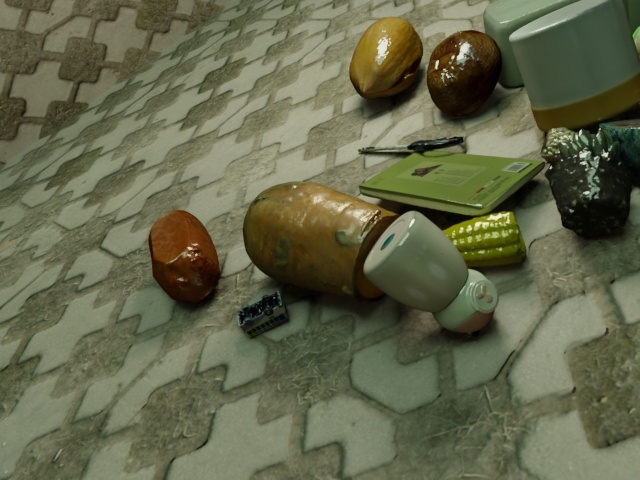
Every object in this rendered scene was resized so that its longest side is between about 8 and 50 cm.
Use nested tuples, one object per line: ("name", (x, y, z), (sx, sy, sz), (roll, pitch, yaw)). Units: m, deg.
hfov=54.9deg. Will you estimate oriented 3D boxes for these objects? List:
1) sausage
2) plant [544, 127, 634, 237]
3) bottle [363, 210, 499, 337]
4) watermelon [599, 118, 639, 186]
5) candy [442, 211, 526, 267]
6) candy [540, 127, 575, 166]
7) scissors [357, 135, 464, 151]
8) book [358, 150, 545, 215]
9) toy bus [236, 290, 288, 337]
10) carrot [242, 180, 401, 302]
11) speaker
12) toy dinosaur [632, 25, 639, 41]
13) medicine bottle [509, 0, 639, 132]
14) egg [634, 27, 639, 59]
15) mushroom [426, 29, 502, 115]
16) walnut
("sausage", (-0.328, 0.035, 1.479), (0.153, 0.141, 0.268), (-28, 40, -3))
("plant", (0.511, -0.110, 1.167), (0.129, 0.132, 0.195), (-27, 41, 45))
("bottle", (0.206, 0.072, 1.079), (0.148, 0.236, 0.147), (-51, 7, 9))
("watermelon", (0.698, -0.178, 1.190), (0.226, 0.148, 0.318), (-23, 18, -26))
("candy", (0.292, 0.005, 1.201), (0.198, 0.094, 0.106), (-10, 35, 23))
("candy", (0.525, -0.189, 1.294), (0.110, 0.095, 0.085), (26, 103, 47))
("scissors", (0.219, -0.242, 1.578), (0.300, 0.022, 0.109), (3, 19, 39))
("book", (0.287, -0.139, 1.374), (0.239, 0.035, 0.352), (-33, 30, -30))
("toy bus", (-0.117, 0.155, 1.284), (0.102, 0.058, 0.052), (-27, 38, 6))
("carrot", (0.000, 0.000, 1.278), (0.340, 0.224, 0.224), (20, 56, 37))
("speaker", (0.640, -0.578, 1.621), (0.406, 0.184, 0.183), (-21, 37, 7))
("toy dinosaur", (1.028, -0.536, 1.446), (0.500, 0.144, 0.374), (-46, 56, -10))
("medicine bottle", (0.562, -0.388, 1.349), (0.237, 0.232, 0.238), (-23, 16, 7))
("egg", (0.811, -0.438, 1.345), (0.244, 0.201, 0.201), (5, 45, 18))
("mushroom", (0.364, -0.446, 1.605), (0.194, 0.138, 0.232), (-35, 52, 54))
("walnut", (0.184, -0.524, 1.811), (0.203, 0.203, 0.298), (11, 54, 38))
